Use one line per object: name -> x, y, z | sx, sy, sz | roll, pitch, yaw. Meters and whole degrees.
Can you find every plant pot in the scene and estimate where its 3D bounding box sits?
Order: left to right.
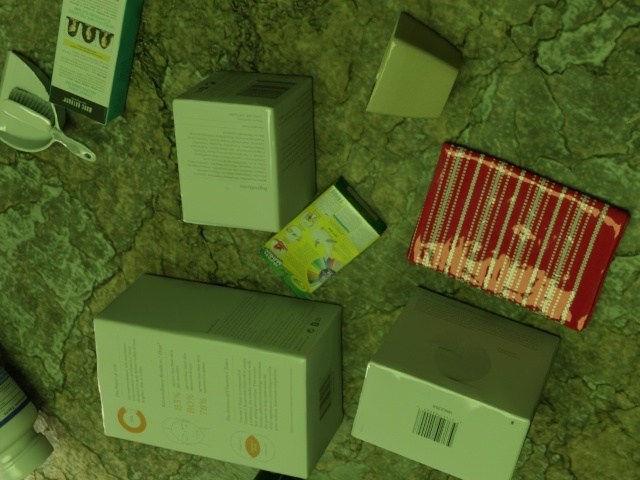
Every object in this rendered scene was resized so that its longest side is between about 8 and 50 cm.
plant pot -> 0.127, -0.219, 1.559 | 0.096, 0.109, 0.109 | 20, 120, -2

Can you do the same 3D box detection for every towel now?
towel -> 0.268, -0.003, 1.641 | 0.274, 0.031, 0.199 | 23, 119, 11

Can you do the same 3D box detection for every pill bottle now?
pill bottle -> -0.590, 0.293, 2.061 | 0.152, 0.152, 0.272 | -32, 99, 31

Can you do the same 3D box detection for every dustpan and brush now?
dustpan and brush -> -0.421, -0.181, 1.821 | 0.211, 0.060, 0.147 | 28, 121, 8

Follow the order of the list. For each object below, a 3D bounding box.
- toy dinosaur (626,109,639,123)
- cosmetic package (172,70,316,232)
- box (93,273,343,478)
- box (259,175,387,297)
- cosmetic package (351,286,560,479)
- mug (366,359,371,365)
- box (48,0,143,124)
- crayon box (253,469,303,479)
toy dinosaur -> 0.439, -0.227, 1.463 | 0.092, 0.053, 0.183 | 19, 113, 31
cosmetic package -> -0.102, -0.127, 1.662 | 0.151, 0.151, 0.184 | 7, 115, 19
box -> -0.152, 0.203, 1.829 | 0.345, 0.168, 0.215 | 9, 117, 18
box -> 0.000, 0.000, 1.745 | 0.179, 0.043, 0.105 | -40, 95, 29
cosmetic package -> 0.192, 0.202, 1.653 | 0.224, 0.225, 0.138 | 20, 122, 13
mug -> 0.105, 0.216, 1.795 | 0.064, 0.062, 0.078 | -34, 104, 23
box -> -0.322, -0.300, 1.725 | 0.100, 0.060, 0.244 | 23, 120, 11
crayon box -> -0.067, 0.552, 2.008 | 0.203, 0.083, 0.323 | 28, 121, 8
